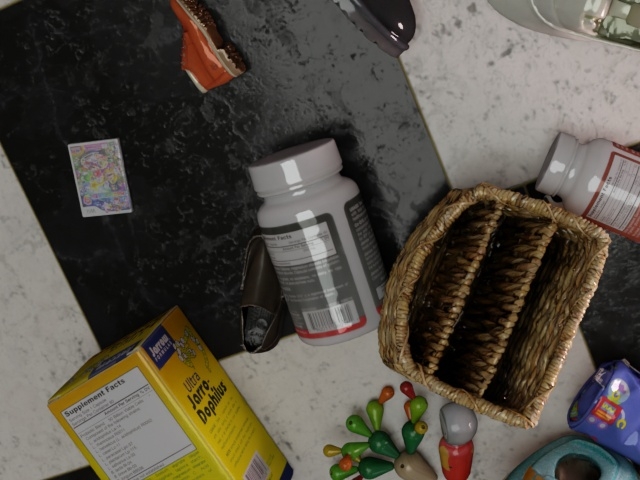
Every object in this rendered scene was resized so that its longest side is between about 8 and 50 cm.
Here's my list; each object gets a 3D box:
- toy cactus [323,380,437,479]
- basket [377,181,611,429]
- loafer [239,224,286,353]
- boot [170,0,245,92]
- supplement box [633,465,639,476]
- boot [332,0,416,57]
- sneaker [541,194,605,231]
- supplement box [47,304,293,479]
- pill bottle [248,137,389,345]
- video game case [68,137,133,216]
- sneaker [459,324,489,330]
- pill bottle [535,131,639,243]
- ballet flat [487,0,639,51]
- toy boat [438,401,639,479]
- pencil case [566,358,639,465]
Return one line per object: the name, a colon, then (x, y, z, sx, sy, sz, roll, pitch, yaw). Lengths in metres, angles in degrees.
toy cactus: (0.117, 0.341, 1.687, 0.180, 0.112, 0.219, 40, 101, -12)
basket: (0.222, 0.076, 1.451, 0.213, 0.223, 0.299, 26, 87, -14)
loafer: (-0.087, 0.084, 1.653, 0.080, 0.078, 0.220, 6, 107, 9)
boot: (-0.191, -0.299, 1.575, 0.084, 0.059, 0.158, -30, 100, 22)
supplement box: (0.532, 0.387, 1.634, 0.083, 0.055, 0.043, 6, 107, 10)
boot: (0.147, -0.522, 1.408, 0.445, 0.146, 0.367, -39, 97, 14)
sneaker: (0.376, -0.040, 1.547, 0.109, 0.040, 0.044, 15, 105, 5)
supplement box: (-0.233, 0.322, 1.691, 0.194, 0.195, 0.356, -31, 99, 17)
pill bottle: (0.000, 0.000, 1.569, 0.161, 0.161, 0.283, -15, 102, 15)
video game case: (-0.355, -0.101, 1.687, 0.087, 0.011, 0.122, -5, 105, 12)
sneaker: (0.246, 0.144, 1.624, 0.188, 0.066, 0.071, 41, 126, 3)
pill bottle: (0.423, -0.072, 1.486, 0.216, 0.121, 0.121, 23, 109, 4)
ballet flat: (0.412, -0.312, 1.400, 0.400, 0.139, 0.139, 18, 109, 5)
toy boat: (0.311, 0.361, 1.588, 0.318, 0.267, 0.148, 22, 132, 33)
pencil case: (0.527, 0.290, 1.574, 0.306, 0.119, 0.133, 29, 87, 2)
